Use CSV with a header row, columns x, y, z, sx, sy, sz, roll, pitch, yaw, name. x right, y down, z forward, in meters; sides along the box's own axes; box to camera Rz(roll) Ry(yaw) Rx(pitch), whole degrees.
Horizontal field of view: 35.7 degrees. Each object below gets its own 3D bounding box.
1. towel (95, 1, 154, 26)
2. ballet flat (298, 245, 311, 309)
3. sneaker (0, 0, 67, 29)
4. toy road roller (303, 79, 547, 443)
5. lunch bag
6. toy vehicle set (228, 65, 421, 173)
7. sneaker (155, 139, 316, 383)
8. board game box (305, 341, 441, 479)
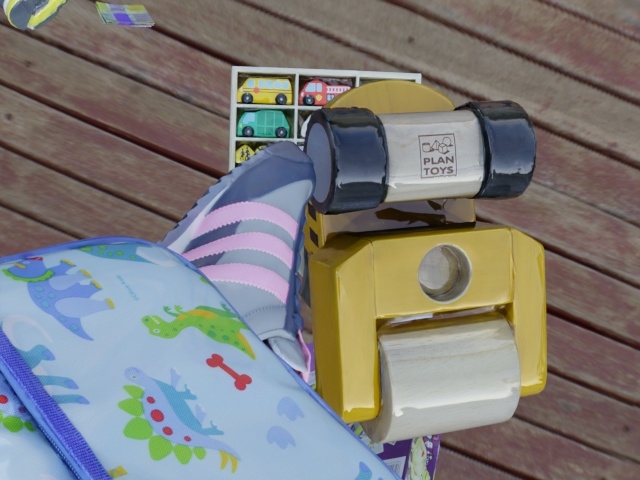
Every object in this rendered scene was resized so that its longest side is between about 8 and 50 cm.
x,y,z,sx,sy,sz,roll,pitch,yaw,name
-0.310,-0.359,1.580,0.083,0.060,0.009,-3,136,-30,towel
0.000,0.000,1.350,0.096,0.280,0.095,36,51,28,ballet flat
-0.118,-0.135,0.453,0.035,0.031,0.083,41,78,18,sneaker
0.075,0.011,0.971,0.202,0.240,0.330,-6,95,-18,toy road roller
-0.077,0.098,0.398,0.219,0.176,0.090,46,125,26,lunch bag
0.006,-0.152,1.386,0.266,0.035,0.166,1,90,-9,toy vehicle set
-0.054,0.044,0.667,0.131,0.319,0.112,35,129,2,sneaker
-0.007,0.205,1.111,0.056,0.346,0.208,36,52,-33,board game box
